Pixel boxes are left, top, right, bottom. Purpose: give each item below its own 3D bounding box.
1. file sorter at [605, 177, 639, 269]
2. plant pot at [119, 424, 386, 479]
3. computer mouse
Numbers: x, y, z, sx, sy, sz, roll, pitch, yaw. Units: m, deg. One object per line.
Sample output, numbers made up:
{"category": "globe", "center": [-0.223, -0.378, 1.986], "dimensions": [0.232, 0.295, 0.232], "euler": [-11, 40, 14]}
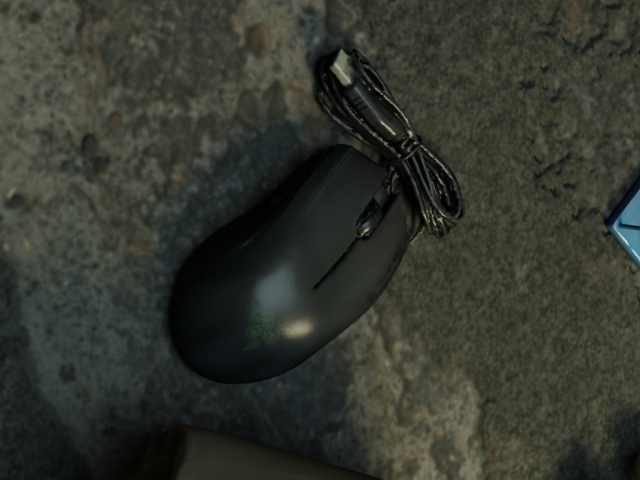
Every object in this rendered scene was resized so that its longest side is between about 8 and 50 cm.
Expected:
{"category": "file sorter", "center": [0.363, 0.003, 1.438], "dimensions": [0.170, 0.104, 0.118], "euler": [47, 71, -26]}
{"category": "plant pot", "center": [-0.029, 0.277, 1.140], "dimensions": [0.280, 0.323, 0.323], "euler": [34, 77, -13]}
{"category": "computer mouse", "center": [0.000, 0.000, 1.236], "dimensions": [0.272, 0.072, 0.188], "euler": [-47, 117, -18]}
